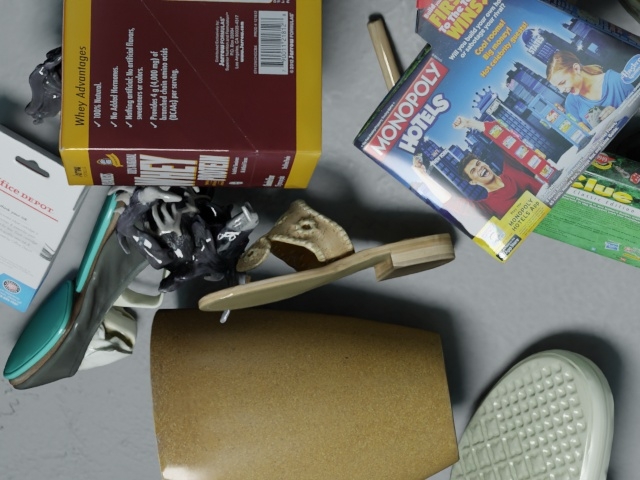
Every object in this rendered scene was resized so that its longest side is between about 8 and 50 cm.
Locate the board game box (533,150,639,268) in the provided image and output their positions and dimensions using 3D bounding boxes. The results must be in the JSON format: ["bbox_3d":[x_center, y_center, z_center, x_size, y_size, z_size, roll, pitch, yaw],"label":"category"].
[{"bbox_3d":[0.305,-0.005,1.425,0.259,0.030,0.136,19,158,2],"label":"board game box"}]

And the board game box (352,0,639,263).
[{"bbox_3d":[0.122,-0.119,1.261,0.194,0.060,0.194,39,107,-3],"label":"board game box"}]

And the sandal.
[{"bbox_3d":[-0.002,0.002,1.492,0.240,0.079,0.088,-10,169,-21],"label":"sandal"}]

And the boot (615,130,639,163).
[{"bbox_3d":[0.353,-0.054,1.402,0.198,0.077,0.137,40,139,-14],"label":"boot"}]

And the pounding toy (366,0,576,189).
[{"bbox_3d":[0.099,-0.129,1.359,0.154,0.154,0.269,20,126,2],"label":"pounding toy"}]

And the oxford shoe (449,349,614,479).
[{"bbox_3d":[0.206,0.292,1.642,0.130,0.169,0.449,-10,123,-30],"label":"oxford shoe"}]

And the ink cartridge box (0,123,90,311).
[{"bbox_3d":[-0.280,-0.032,1.594,0.104,0.060,0.180,30,127,-4],"label":"ink cartridge box"}]

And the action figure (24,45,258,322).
[{"bbox_3d":[-0.127,-0.064,1.470,0.141,0.164,0.276,-29,106,36],"label":"action figure"}]

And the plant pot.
[{"bbox_3d":[-0.008,0.159,1.566,0.254,0.237,0.237,-10,121,3],"label":"plant pot"}]

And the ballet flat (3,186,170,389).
[{"bbox_3d":[-0.205,0.060,1.619,0.096,0.095,0.280,25,127,-16],"label":"ballet flat"}]

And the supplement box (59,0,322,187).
[{"bbox_3d":[-0.101,-0.145,1.334,0.194,0.129,0.191,1,80,-5],"label":"supplement box"}]

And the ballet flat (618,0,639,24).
[{"bbox_3d":[0.237,-0.219,1.311,0.072,0.068,0.213,-25,114,29],"label":"ballet flat"}]
